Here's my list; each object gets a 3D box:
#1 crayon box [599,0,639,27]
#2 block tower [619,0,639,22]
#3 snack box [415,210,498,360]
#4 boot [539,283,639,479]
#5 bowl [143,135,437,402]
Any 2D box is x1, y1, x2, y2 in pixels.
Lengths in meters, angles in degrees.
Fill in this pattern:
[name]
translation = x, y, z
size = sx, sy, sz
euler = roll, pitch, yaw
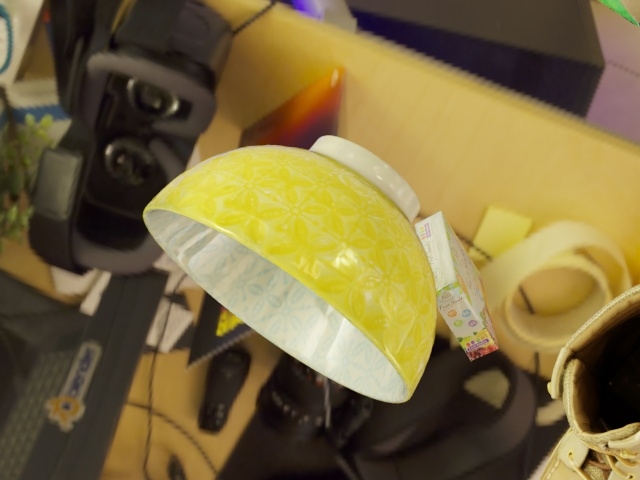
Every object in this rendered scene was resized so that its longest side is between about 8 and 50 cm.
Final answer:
[crayon box]
translation = 0.365, -0.253, 1.143
size = 0.278, 0.165, 0.081
euler = -10, 128, -28
[block tower]
translation = 0.231, -0.072, 0.567
size = 0.097, 0.091, 0.335
euler = -35, 105, 30
[snack box]
translation = 0.144, 0.046, 1.378
size = 0.037, 0.141, 0.100
euler = -28, 120, 14
[boot]
translation = 0.202, 0.142, 0.909
size = 0.095, 0.203, 0.262
euler = 41, 103, 26
[bowl]
translation = 0.000, 0.000, 1.162
size = 0.289, 0.289, 0.156
euler = 41, 74, -22
